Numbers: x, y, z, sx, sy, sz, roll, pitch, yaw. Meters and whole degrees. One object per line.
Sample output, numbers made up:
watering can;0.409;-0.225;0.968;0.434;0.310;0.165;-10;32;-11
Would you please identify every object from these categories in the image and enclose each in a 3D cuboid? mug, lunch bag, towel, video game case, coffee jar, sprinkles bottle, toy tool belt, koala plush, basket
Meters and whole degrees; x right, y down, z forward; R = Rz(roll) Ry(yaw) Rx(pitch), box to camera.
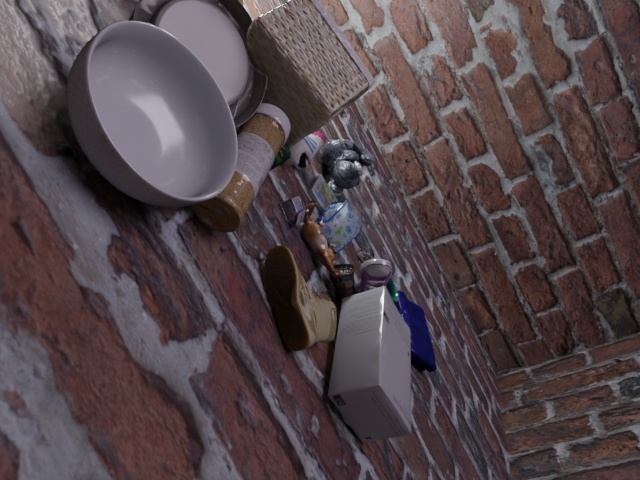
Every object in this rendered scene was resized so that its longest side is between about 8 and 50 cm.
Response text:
mug;0.217;0.188;1.870;0.158;0.098;0.129;6;61;-66
lunch bag;-0.079;-0.090;1.539;0.083;0.053;0.071;72;21;-7
towel;0.386;0.387;2.102;0.228;0.076;0.308;38;33;-37
video game case;0.031;-0.133;1.894;0.212;0.023;0.193;58;22;-17
coffee jar;-0.168;-0.218;1.352;0.096;0.079;0.184;57;48;-17
sprinkles bottle;-0.178;-0.181;1.177;0.121;0.121;0.355;51;40;-32
toy tool belt;0.183;0.051;2.010;0.052;0.051;0.083;60;20;-12
koala plush;0.098;-0.289;2.031;0.203;0.196;0.221;36;33;-32
lunch bag;0.058;-0.047;1.765;0.128;0.096;0.151;54;52;-25
basket;-0.090;-0.455;1.431;0.331;0.328;0.266;50;48;-12

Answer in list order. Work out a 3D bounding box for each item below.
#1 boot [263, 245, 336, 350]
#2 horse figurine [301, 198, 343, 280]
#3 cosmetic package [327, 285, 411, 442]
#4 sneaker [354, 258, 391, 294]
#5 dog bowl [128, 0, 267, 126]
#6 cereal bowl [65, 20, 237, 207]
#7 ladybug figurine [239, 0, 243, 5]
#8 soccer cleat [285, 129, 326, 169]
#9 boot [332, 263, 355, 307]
boot;-0.044;0.146;1.287;0.203;0.095;0.261;12;57;-64
horse figurine;0.000;0.000;1.610;0.263;0.066;0.174;64;15;-5
cosmetic package;0.151;0.340;1.416;0.217;0.156;0.385;57;24;-29
sneaker;0.173;0.181;1.616;0.282;0.102;0.161;99;-7;-56
dog bowl;-0.287;-0.421;1.153;0.349;0.102;0.348;3;86;-45
cereal bowl;-0.319;-0.215;0.931;0.339;0.141;0.338;33;48;-47
ladybug figurine;-0.393;-0.846;1.491;0.449;0.162;0.305;62;20;-6
soccer cleat;-0.065;-0.324;1.792;0.331;0.116;0.143;-23;104;-67
boot;0.078;0.149;1.654;0.219;0.082;0.106;-70;158;-75
